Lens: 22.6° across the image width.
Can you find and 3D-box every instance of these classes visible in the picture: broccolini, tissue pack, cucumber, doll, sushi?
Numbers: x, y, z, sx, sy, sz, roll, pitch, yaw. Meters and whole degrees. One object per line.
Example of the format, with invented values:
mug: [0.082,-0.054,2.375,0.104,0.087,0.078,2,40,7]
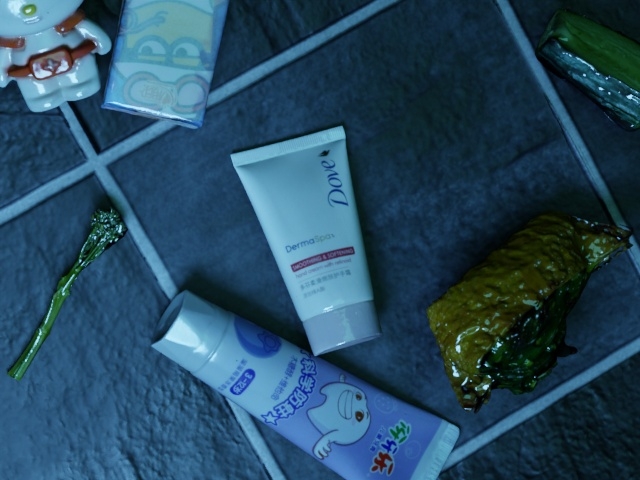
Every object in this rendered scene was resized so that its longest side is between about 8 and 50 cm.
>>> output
broccolini: [-0.284,0.057,1.763,0.044,0.042,0.218,34,87,-9]
tissue pack: [-0.171,-0.209,1.762,0.116,0.065,0.155,13,91,-9]
cucumber: [0.337,-0.187,1.853,0.193,0.086,0.115,34,42,-9]
doll: [-0.319,-0.283,1.697,0.161,0.130,0.290,-18,110,0]
sushi: [0.228,0.081,1.813,0.287,0.149,0.140,-36,67,-29]

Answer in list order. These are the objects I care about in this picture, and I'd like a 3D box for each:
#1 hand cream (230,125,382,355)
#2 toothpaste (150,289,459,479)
hand cream: [0.000,0.000,1.801,0.133,0.083,0.248,-17,83,-12]
toothpaste: [-0.016,0.178,1.810,0.371,0.080,0.125,33,78,-17]
